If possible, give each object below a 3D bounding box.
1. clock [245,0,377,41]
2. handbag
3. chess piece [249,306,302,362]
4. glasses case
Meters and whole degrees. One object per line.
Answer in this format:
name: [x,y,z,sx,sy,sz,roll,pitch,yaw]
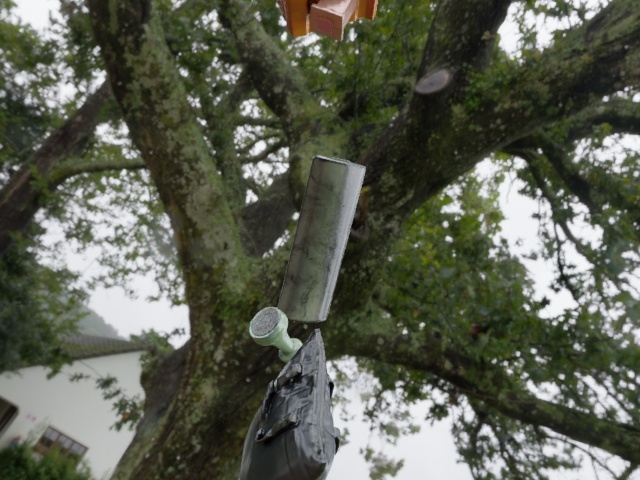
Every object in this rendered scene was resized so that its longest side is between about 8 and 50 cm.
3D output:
clock: [0.010,-0.399,0.757,0.219,0.255,0.106,24,-20,10]
handbag: [-0.042,0.250,0.661,0.088,0.254,0.211,23,-69,-10]
chess piece: [-0.047,0.167,0.836,0.059,0.059,0.149,1,-41,40]
glasses case: [0.000,0.000,0.990,0.114,0.300,0.060,4,15,-40]
